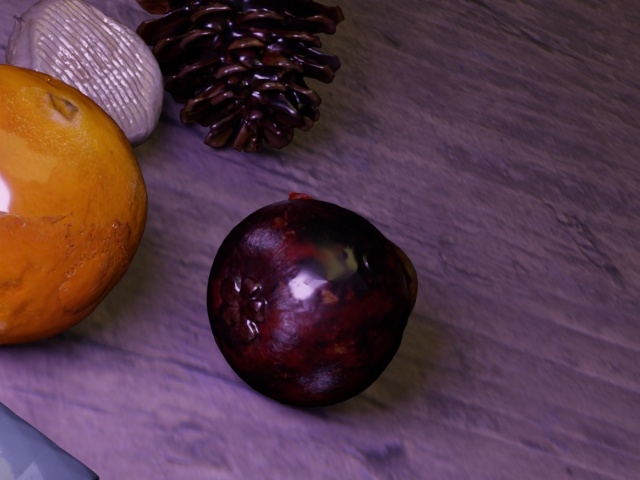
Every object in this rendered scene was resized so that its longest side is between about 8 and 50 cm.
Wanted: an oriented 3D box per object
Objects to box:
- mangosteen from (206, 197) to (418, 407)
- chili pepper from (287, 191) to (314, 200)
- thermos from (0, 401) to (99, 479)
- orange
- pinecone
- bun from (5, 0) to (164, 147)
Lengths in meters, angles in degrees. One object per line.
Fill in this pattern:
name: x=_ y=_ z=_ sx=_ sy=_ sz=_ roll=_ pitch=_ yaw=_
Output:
mangosteen: x=-0.005 y=0.057 z=1.436 sx=0.210 sy=0.210 sz=0.210 roll=24 pitch=33 yaw=-17
chili pepper: x=0.001 y=-0.001 z=1.653 sx=0.059 sy=0.050 sz=0.191 roll=-2 pitch=37 yaw=-22
thermos: x=-0.303 y=0.143 z=1.098 sx=0.286 sy=0.145 sz=0.182 roll=37 pitch=-1 yaw=6
orange: x=-0.264 y=-0.030 z=1.285 sx=0.240 sy=0.240 sz=0.240 roll=24 pitch=33 yaw=-17
pinecone: x=-0.080 y=-0.226 z=1.723 sx=0.246 sy=0.246 sz=0.292 roll=10 pitch=59 yaw=-35
bun: x=-0.250 y=-0.159 z=1.568 sx=0.166 sy=0.113 sz=0.173 roll=-8 pitch=75 yaw=-42
